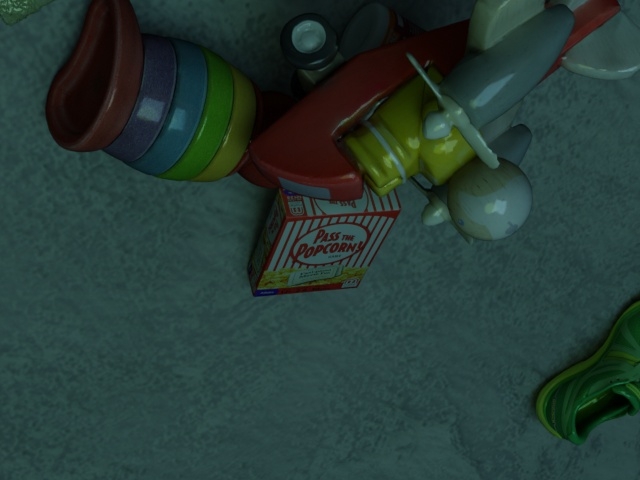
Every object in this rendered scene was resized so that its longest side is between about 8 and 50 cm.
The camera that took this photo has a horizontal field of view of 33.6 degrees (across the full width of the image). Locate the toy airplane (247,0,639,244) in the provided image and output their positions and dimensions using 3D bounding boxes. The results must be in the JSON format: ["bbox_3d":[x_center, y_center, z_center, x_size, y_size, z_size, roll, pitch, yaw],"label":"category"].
[{"bbox_3d":[0.168,-0.135,1.102,0.386,0.272,0.384,-2,159,-44],"label":"toy airplane"}]

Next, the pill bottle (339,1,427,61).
[{"bbox_3d":[0.104,-0.216,1.275,0.152,0.086,0.086,23,106,-29],"label":"pill bottle"}]

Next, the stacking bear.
[{"bbox_3d":[-0.132,-0.138,1.188,0.289,0.164,0.175,15,121,-35],"label":"stacking bear"}]

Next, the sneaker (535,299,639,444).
[{"bbox_3d":[0.466,0.203,1.609,0.295,0.123,0.109,-44,122,4],"label":"sneaker"}]

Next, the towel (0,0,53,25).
[{"bbox_3d":[-0.319,-0.306,1.100,0.110,0.027,0.148,-27,122,-5],"label":"towel"}]

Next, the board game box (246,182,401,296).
[{"bbox_3d":[0.000,0.000,1.316,0.146,0.045,0.193,-5,150,-19],"label":"board game box"}]
